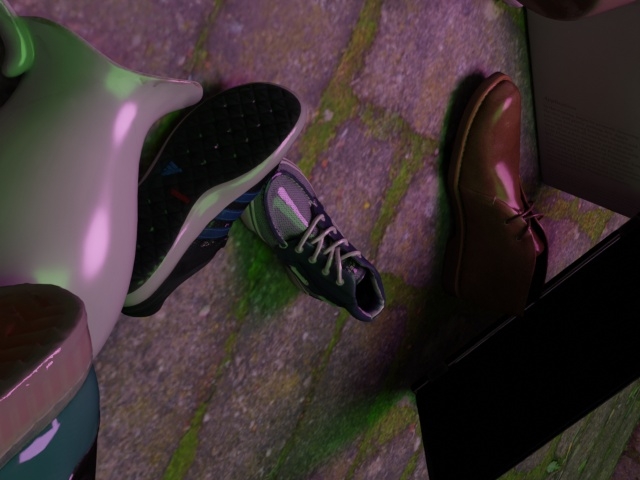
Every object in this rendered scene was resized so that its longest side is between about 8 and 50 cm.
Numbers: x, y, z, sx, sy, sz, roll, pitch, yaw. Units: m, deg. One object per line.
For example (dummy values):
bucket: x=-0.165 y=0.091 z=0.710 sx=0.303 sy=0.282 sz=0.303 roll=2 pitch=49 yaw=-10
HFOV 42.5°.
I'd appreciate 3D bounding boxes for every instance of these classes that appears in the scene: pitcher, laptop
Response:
pitcher: x=-0.176 y=-0.026 z=0.447 sx=0.178 sy=0.125 sz=0.207 roll=27 pitch=79 yaw=-37
laptop: x=0.328 y=0.168 z=0.986 sx=0.382 sy=0.236 sz=0.408 roll=-39 pitch=136 yaw=13

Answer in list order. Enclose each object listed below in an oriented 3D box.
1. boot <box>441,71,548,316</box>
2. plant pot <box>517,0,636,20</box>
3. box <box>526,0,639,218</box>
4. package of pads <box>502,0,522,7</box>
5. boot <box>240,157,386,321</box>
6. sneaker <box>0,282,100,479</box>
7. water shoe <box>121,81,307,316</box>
boot: x=0.213 y=-0.043 z=0.933 sx=0.112 sy=0.115 sz=0.305 roll=-34 pitch=135 yaw=-33
plant pot: x=0.270 y=-0.334 z=0.676 sx=0.280 sy=0.323 sz=0.323 roll=-38 pitch=141 yaw=-8
box: x=0.380 y=-0.220 z=0.981 sx=0.215 sy=0.168 sz=0.345 roll=-48 pitch=144 yaw=-20
package of pads: x=0.185 y=-0.269 z=0.813 sx=0.083 sy=0.032 sz=0.050 roll=16 pitch=102 yaw=-55
boot: x=0.000 y=0.000 z=0.706 sx=0.069 sy=0.086 sz=0.190 roll=-53 pitch=145 yaw=-14
sneaker: x=-0.178 y=0.139 z=0.290 sx=0.302 sy=0.108 sz=0.121 roll=-46 pitch=136 yaw=-50
water shoe: x=-0.089 y=-0.033 z=0.601 sx=0.203 sy=0.073 sz=0.080 roll=-47 pitch=165 yaw=-15
